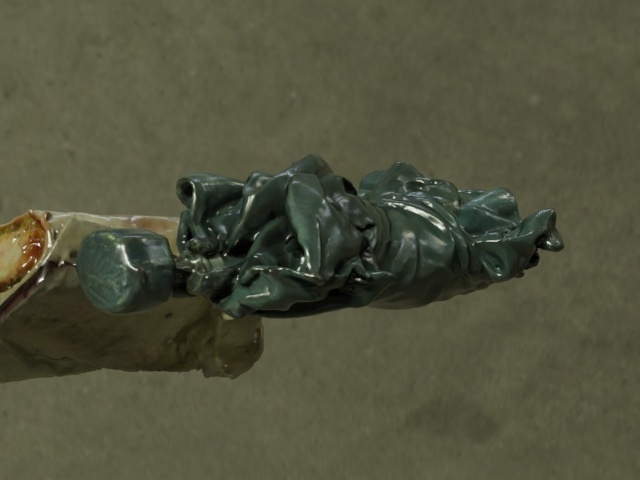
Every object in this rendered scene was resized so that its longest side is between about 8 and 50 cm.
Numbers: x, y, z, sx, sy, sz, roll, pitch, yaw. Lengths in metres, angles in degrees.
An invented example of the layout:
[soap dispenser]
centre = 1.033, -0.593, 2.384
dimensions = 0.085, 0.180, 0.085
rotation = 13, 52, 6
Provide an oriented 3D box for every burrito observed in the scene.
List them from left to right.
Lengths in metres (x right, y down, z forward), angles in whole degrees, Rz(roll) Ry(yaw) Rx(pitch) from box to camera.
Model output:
[burrito]
centre = -0.187, 0.046, 1.336
dimensions = 0.348, 0.175, 0.107
rotation = -1, 34, -18

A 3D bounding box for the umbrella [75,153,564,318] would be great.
[umbrella]
centre = 0.002, -0.002, 0.911
dimensions = 0.143, 0.349, 0.094
rotation = -4, 89, 41
